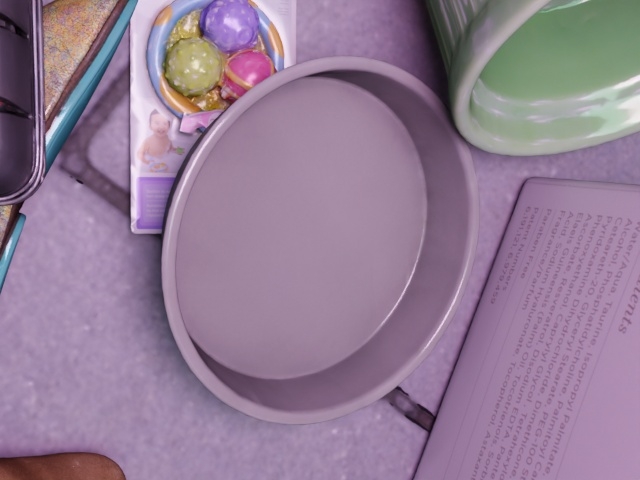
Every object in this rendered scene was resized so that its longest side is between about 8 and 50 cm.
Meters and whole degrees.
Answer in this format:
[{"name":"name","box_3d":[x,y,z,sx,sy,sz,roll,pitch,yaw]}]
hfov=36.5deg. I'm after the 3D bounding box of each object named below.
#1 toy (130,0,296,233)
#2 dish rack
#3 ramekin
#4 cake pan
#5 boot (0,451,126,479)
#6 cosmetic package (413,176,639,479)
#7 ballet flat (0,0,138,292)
[{"name":"toy","box_3d":[-0.076,-0.122,0.759,0.137,0.056,0.237,-1,96,-22]},{"name":"dish rack","box_3d":[-0.310,-0.124,0.580,0.272,0.074,0.208,-2,86,-4]},{"name":"ramekin","box_3d":[0.221,-0.204,0.735,0.303,0.303,0.148,-10,67,-20]},{"name":"cake pan","box_3d":[0.000,0.000,0.770,0.293,0.054,0.293,-10,108,-31]},{"name":"boot","box_3d":[-0.244,0.173,0.643,0.305,0.112,0.115,-2,114,-49]},{"name":"cosmetic package","box_3d":[0.335,0.160,0.767,0.329,0.394,0.327,22,88,-21]},{"name":"ballet flat","box_3d":[-0.239,-0.046,0.668,0.123,0.123,0.348,24,84,-22]}]
